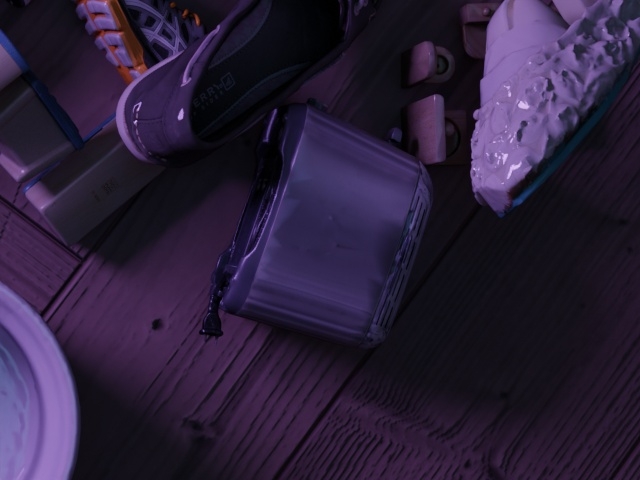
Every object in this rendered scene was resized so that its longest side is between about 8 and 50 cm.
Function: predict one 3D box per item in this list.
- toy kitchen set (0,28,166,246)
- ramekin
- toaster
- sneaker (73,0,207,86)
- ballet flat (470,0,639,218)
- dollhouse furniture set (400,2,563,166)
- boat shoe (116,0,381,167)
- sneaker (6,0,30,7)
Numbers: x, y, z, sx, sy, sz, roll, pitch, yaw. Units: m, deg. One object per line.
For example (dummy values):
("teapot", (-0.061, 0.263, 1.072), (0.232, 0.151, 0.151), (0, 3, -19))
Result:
("toy kitchen set", (-0.251, -0.132, 1.701), (0.122, 0.166, 0.207), (-39, 132, -9))
("ramekin", (-0.339, 0.150, 1.639), (0.277, 0.135, 0.277), (0, 88, -10))
("toaster", (0.000, 0.000, 1.709), (0.146, 0.129, 0.227), (19, 86, -12))
("sneaker", (-0.143, -0.178, 1.710), (0.083, 0.084, 0.215), (-36, 110, -15))
("ballet flat", (0.220, -0.179, 1.716), (0.147, 0.147, 0.409), (48, 55, -6))
("dollhouse furniture set", (0.156, -0.138, 1.742), (0.151, 0.123, 0.144), (-2, 89, -10))
("boat shoe", (-0.027, -0.174, 1.683), (0.335, 0.095, 0.112), (-44, 116, -26))
("sneaker", (-0.272, -0.298, 1.706), (0.083, 0.071, 0.191), (-31, 97, -23))
